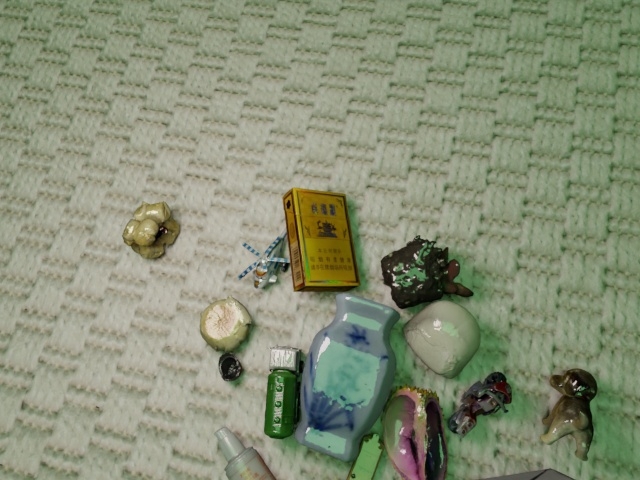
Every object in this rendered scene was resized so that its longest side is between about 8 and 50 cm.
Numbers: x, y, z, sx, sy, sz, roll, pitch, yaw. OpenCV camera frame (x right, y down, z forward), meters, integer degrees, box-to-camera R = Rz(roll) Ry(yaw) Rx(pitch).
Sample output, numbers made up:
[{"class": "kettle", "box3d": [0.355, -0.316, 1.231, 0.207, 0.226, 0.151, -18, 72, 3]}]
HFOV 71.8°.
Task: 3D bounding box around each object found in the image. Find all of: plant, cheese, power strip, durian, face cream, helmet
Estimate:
[{"class": "plant", "box3d": [0.294, 0.092, 1.270, 0.233, 0.178, 0.204, -20, 70, 5]}, {"class": "cheese", "box3d": [0.345, 0.261, 1.221, 0.198, 0.189, 0.154, 44, 49, 14]}, {"class": "power strip", "box3d": [0.094, 0.665, 1.181, 0.064, 0.044, 0.305, 22, 74, 10]}, {"class": "durian", "box3d": [0.246, 0.516, 1.173, 0.186, 0.153, 0.261, 6, 78, 30]}, {"class": "face cream", "box3d": [-0.202, 0.613, 1.190, 0.101, 0.101, 0.252, -38, 74, -7]}, {"class": "helmet", "box3d": [-0.260, 0.371, 1.297, 0.065, 0.049, 0.084, -20, 70, 9]}]

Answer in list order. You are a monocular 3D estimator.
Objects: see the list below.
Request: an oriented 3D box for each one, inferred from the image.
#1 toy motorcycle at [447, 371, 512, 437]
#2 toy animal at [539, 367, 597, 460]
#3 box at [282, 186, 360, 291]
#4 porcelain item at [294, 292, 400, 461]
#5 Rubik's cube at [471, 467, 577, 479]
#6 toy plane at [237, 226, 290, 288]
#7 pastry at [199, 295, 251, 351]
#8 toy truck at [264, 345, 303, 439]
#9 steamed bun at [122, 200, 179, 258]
[{"class": "toy motorcycle", "box3d": [0.433, 0.442, 1.181, 0.213, 0.122, 0.082, -44, 88, -8]}, {"class": "toy animal", "box3d": [0.646, 0.441, 1.142, 0.121, 0.233, 0.169, 22, 116, 21]}, {"class": "box", "box3d": [0.000, 0.000, 1.326, 0.192, 0.084, 0.302, 4, 69, -32]}, {"class": "porcelain item", "box3d": [0.074, 0.363, 1.205, 0.242, 0.178, 0.405, 17, 77, 9]}, {"class": "Rubik's cube", "box3d": [0.510, 0.704, 1.021, 0.254, 0.260, 0.259, -12, 75, 2]}, {"class": "toy plane", "box3d": [-0.145, 0.025, 1.385, 0.181, 0.107, 0.273, 1, 58, 13]}, {"class": "pastry", "box3d": [-0.284, 0.249, 1.317, 0.165, 0.088, 0.166, -1, 73, 4]}, {"class": "toy truck", "box3d": [-0.106, 0.418, 1.231, 0.101, 0.125, 0.243, 1, 72, 6]}, {"class": "steamed bun", "box3d": [-0.517, -0.036, 1.390, 0.106, 0.177, 0.192, 23, 62, 2]}]
